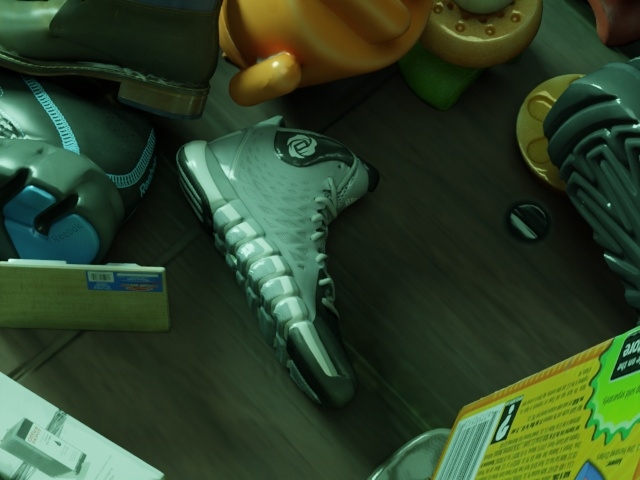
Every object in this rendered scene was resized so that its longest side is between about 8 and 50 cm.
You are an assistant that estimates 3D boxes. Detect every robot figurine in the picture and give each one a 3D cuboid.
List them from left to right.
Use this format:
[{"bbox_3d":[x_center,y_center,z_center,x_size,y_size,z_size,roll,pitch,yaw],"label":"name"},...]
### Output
[{"bbox_3d":[-0.001,-0.179,0.984,0.128,0.219,0.158,-3,91,-28],"label":"robot figurine"}]

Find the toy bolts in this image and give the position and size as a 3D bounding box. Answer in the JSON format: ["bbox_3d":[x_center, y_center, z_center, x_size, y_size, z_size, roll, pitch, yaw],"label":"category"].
[{"bbox_3d":[0.200,-0.171,1.011,0.228,0.158,0.218,-39,77,-15],"label":"toy bolts"}]

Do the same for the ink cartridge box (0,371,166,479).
[{"bbox_3d":[-0.172,0.152,0.901,0.135,0.099,0.056,30,72,8],"label":"ink cartridge box"}]

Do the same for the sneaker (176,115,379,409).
[{"bbox_3d":[0.000,0.000,0.977,0.132,0.086,0.229,-27,73,-15],"label":"sneaker"}]

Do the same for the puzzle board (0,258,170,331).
[{"bbox_3d":[-0.171,0.038,0.944,0.128,0.096,0.011,2,61,-3],"label":"puzzle board"}]

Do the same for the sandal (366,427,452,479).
[{"bbox_3d":[0.031,0.213,0.913,0.219,0.060,0.090,-35,76,-15],"label":"sandal"}]

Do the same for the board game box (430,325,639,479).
[{"bbox_3d":[0.220,0.296,0.713,0.356,0.356,0.356,27,71,-5],"label":"board game box"}]

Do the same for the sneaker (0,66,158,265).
[{"bbox_3d":[-0.284,-0.083,0.989,0.341,0.125,0.140,23,43,8],"label":"sneaker"}]

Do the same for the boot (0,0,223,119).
[{"bbox_3d":[-0.173,-0.170,0.961,0.219,0.082,0.106,16,112,-15],"label":"boot"}]

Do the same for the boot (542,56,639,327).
[{"bbox_3d":[0.427,-0.039,0.999,0.445,0.146,0.367,-27,93,-25],"label":"boot"}]
